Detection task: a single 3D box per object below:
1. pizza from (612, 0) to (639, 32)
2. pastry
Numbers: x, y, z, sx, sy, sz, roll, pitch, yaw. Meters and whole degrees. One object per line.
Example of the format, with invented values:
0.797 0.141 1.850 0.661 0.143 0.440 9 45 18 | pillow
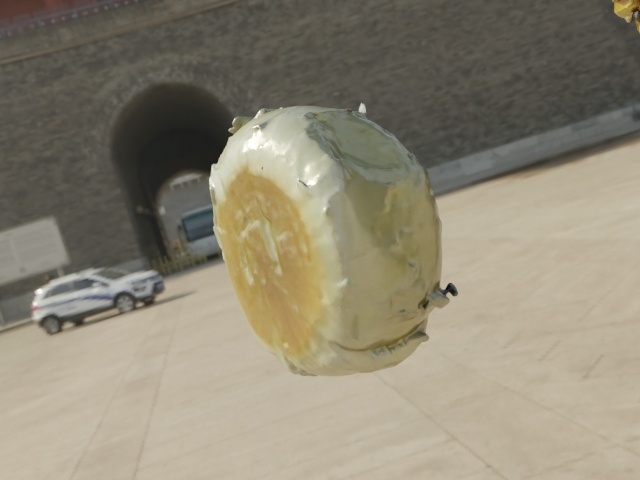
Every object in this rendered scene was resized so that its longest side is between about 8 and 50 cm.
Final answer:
0.455 -0.128 0.822 0.439 0.406 0.130 2 -14 -27 | pizza
0.000 0.000 0.457 0.088 0.166 0.166 -14 1 -35 | pastry
